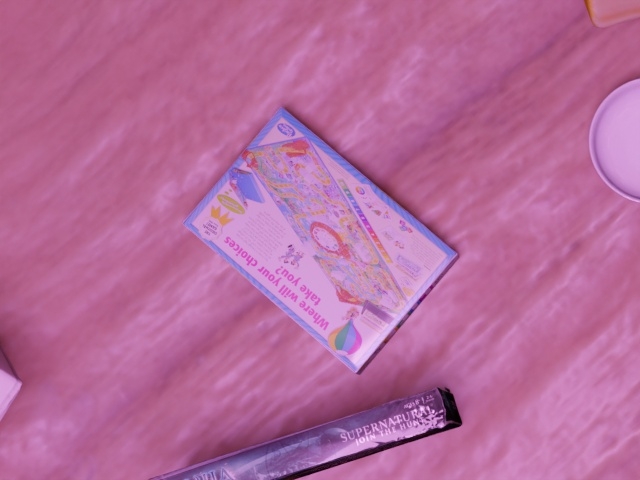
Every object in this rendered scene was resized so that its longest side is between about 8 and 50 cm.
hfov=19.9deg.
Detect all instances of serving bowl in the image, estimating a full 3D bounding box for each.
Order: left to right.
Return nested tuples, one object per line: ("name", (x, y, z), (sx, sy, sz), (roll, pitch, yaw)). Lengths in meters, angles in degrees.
("serving bowl", (0.215, -0.063, 1.181), (0.083, 0.027, 0.083), (-1, 83, 7))

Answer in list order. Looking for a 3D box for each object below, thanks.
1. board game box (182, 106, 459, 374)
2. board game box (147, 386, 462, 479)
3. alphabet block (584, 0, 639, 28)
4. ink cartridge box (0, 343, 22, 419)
("board game box", (0.000, 0.000, 1.205), (0.154, 0.026, 0.103), (41, 90, 10))
("board game box", (-0.006, 0.132, 1.141), (0.186, 0.126, 0.026), (-18, 81, 5))
("alphabet block", (0.225, -0.274, 1.088), (0.197, 0.193, 0.192), (-15, 44, 7))
("ink cartridge box", (-0.305, 0.051, 1.134), (0.218, 0.158, 0.092), (37, 88, -20))
